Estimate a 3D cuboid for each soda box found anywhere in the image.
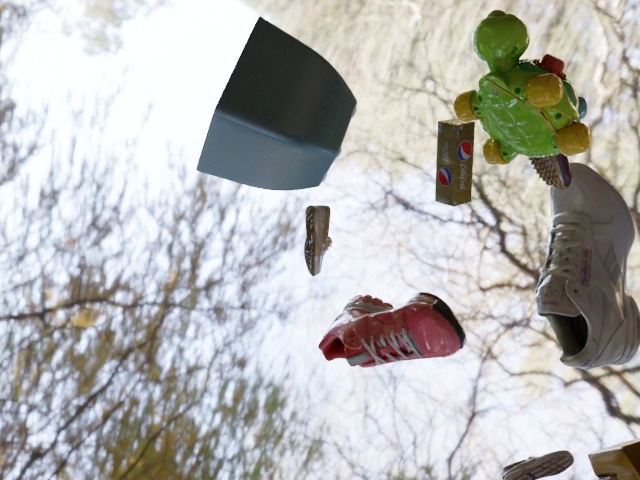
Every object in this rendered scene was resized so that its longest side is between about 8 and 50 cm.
[{"bbox_3d":[0.291,-0.169,1.893,0.061,0.181,0.058,-14,-156,-35],"label":"soda box"}]

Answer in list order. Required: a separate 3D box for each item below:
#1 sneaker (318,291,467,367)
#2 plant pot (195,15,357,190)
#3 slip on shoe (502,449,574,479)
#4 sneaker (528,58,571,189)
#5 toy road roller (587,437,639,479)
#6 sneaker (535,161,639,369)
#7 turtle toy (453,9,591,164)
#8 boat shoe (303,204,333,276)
[{"bbox_3d":[0.113,0.170,1.449,0.136,0.314,0.116,-39,-73,-30],"label":"sneaker"},{"bbox_3d":[-0.074,-0.239,1.747,0.252,0.248,0.247,24,-118,-5],"label":"plant pot"},{"bbox_3d":[0.382,0.398,1.547,0.051,0.135,0.041,43,-155,-27],"label":"slip on shoe"},{"bbox_3d":[0.324,-0.165,1.221,0.084,0.186,0.069,-25,-176,-12],"label":"sneaker"},{"bbox_3d":[0.541,0.350,1.191,0.240,0.329,0.203,-14,-106,-13],"label":"toy road roller"},{"bbox_3d":[0.376,0.037,1.256,0.152,0.114,0.305,-7,-95,-33],"label":"sneaker"},{"bbox_3d":[0.157,-0.117,0.682,0.130,0.095,0.066,51,-123,-28],"label":"turtle toy"},{"bbox_3d":[0.000,0.000,1.952,0.059,0.170,0.063,-10,-152,-24],"label":"boat shoe"}]
